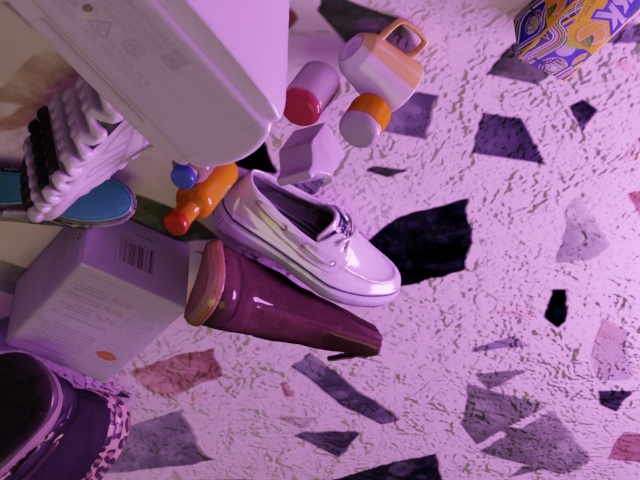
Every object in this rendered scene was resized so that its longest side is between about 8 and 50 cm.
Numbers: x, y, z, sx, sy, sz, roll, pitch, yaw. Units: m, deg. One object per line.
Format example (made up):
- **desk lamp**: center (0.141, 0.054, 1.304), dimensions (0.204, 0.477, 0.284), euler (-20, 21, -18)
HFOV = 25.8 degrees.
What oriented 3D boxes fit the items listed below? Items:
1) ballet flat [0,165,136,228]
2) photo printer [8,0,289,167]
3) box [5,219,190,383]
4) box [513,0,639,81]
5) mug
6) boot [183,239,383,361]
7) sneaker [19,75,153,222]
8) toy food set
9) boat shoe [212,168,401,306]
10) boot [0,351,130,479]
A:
- **ballet flat**: center (-0.282, -0.044, 1.426), dimensions (0.188, 0.070, 0.070), euler (8, 139, -7)
- **photo printer**: center (-0.121, -0.238, 1.001), dimensions (0.107, 0.307, 0.256), euler (-23, 131, 23)
- **box**: center (-0.241, 0.059, 1.511), dimensions (0.130, 0.091, 0.170), euler (26, 133, -28)
- **box**: center (0.244, -0.218, 1.221), dimensions (0.059, 0.054, 0.169), euler (22, 134, -24)
- **mug**: center (0.054, -0.165, 1.291), dimensions (0.064, 0.078, 0.062), euler (38, 160, -25)
- **boot**: center (-0.031, 0.070, 1.451), dimensions (0.207, 0.090, 0.248), euler (17, 178, -3)
- **sneaker**: center (-0.187, -0.110, 1.306), dimensions (0.118, 0.110, 0.292), euler (15, 134, -36)
- **toy food set**: center (-0.057, -0.085, 1.295), dimensions (0.232, 0.104, 0.111), euler (-12, 121, 36)
- **boat shoe**: center (0.000, 0.000, 1.450), dimensions (0.226, 0.083, 0.076), euler (23, 135, -24)
- **boot**: center (-0.401, 0.280, 1.604), dimensions (0.377, 0.138, 0.284), euler (-43, 162, 4)
